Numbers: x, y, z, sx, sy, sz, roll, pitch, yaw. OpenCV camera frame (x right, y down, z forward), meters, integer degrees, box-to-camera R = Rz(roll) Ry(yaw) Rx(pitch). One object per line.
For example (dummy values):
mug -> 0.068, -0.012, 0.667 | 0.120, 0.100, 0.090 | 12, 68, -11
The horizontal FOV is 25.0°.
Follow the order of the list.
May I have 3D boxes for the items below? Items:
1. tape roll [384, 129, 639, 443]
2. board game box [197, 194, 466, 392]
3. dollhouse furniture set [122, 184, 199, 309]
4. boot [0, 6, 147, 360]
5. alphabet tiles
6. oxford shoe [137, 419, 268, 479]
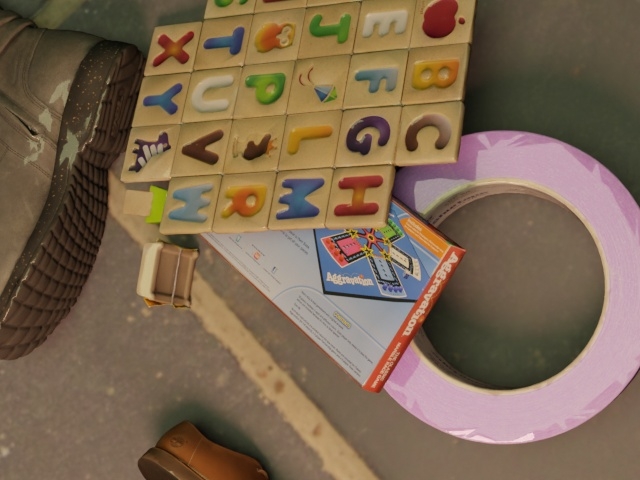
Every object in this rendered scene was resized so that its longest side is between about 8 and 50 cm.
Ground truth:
tape roll -> 0.166, 0.042, 1.296 | 0.275, 0.090, 0.274 | -1, 85, 13
board game box -> 0.000, 0.000, 1.296 | 0.281, 0.027, 0.145 | 41, 105, 43
dollhouse furniture set -> -0.157, -0.011, 1.392 | 0.059, 0.076, 0.151 | 7, 86, 27
boot -> -0.322, -0.066, 1.424 | 0.223, 0.118, 0.338 | 17, 79, 17
alphabet tiles -> -0.025, -0.139, 1.321 | 0.343, 0.011, 0.285 | -2, 65, 27
oxford shoe -> -0.065, 0.246, 1.352 | 0.212, 0.076, 0.076 | 40, 56, 3
